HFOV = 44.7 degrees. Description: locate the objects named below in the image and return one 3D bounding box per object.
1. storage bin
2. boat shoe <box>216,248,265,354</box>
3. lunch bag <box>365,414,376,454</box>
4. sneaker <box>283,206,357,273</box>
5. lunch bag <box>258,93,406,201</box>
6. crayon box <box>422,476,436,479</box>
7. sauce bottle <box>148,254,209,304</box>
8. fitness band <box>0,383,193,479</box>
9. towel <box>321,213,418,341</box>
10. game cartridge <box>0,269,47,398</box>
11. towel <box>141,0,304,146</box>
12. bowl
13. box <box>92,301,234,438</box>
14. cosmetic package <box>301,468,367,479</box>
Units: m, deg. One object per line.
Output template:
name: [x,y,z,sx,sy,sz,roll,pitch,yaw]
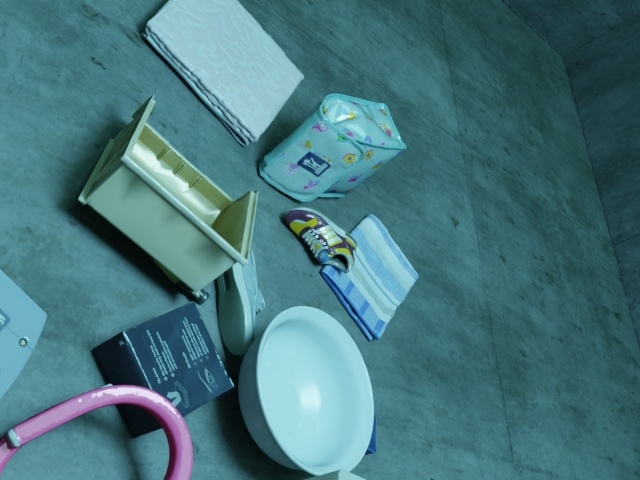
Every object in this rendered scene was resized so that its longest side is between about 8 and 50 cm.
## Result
storage bin: [-0.247,-0.083,1.341,0.262,0.123,0.260,42,25,-23]
boat shoe: [-0.139,0.102,1.426,0.081,0.079,0.228,14,54,-40]
lunch bag: [0.066,0.374,1.507,0.067,0.065,0.099,48,35,-42]
sneaker: [0.000,0.000,1.650,0.185,0.069,0.084,28,44,-20]
lunch bag: [0.018,-0.197,1.682,0.262,0.223,0.160,-4,64,-50]
crayon box: [0.091,0.524,1.217,0.083,0.323,0.203,32,45,-16]
sauce bottle: [-0.245,0.059,1.360,0.128,0.042,0.042,52,38,-13]
fitness band: [-0.309,0.314,1.044,0.290,0.054,0.209,-23,86,-34]
towel: [0.121,0.078,1.786,0.209,0.034,0.285,54,38,-9]
game cartridge: [-0.497,0.149,0.998,0.198,0.062,0.297,53,37,-18]
towel: [-0.202,-0.404,1.697,0.332,0.053,0.317,47,40,-18]
bowl: [-0.047,0.275,1.370,0.297,0.134,0.298,29,49,-40]
box: [-0.245,0.201,1.225,0.158,0.093,0.156,-22,86,-54]
cosmetic package: [-0.029,0.450,1.153,0.153,0.296,0.129,33,47,-31]
